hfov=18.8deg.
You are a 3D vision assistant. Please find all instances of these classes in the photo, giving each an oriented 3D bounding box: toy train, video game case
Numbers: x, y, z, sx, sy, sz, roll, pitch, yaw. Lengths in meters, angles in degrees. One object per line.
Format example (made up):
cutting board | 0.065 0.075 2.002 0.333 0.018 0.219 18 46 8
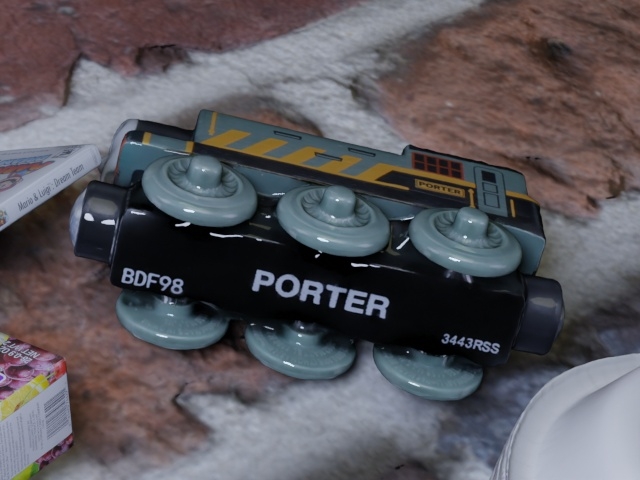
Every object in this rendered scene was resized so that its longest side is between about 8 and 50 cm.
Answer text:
toy train | 0.000 0.000 1.314 0.334 0.142 0.190 11 27 -4
video game case | -0.243 -0.024 1.257 0.157 0.019 0.143 -2 25 38

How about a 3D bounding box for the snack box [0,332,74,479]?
snack box | -0.271 0.113 1.087 0.174 0.070 0.207 18 37 30

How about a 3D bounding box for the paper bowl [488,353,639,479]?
paper bowl | 0.244 0.181 1.185 0.284 0.148 0.284 10 42 -9
